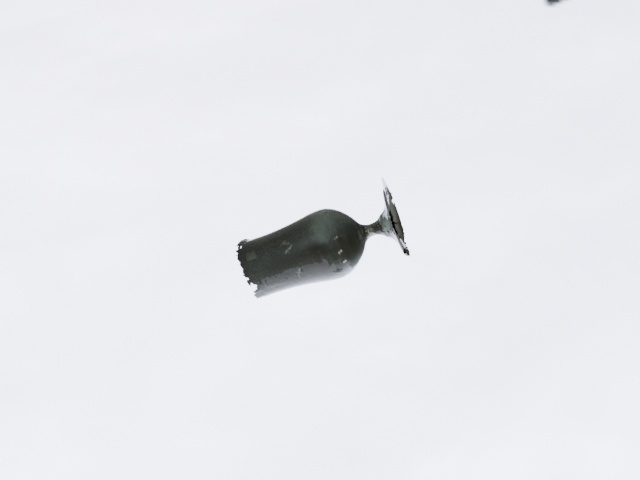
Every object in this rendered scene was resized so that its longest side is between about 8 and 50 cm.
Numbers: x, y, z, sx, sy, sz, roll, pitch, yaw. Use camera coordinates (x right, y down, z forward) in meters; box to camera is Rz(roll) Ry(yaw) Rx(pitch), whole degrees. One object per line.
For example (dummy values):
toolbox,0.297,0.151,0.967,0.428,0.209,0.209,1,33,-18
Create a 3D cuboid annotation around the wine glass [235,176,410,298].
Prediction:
wine glass,0.000,0.000,0.543,0.083,0.042,0.039,-17,-145,11
